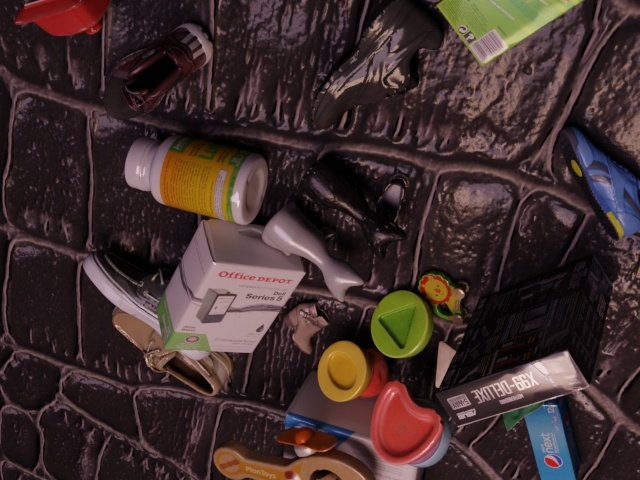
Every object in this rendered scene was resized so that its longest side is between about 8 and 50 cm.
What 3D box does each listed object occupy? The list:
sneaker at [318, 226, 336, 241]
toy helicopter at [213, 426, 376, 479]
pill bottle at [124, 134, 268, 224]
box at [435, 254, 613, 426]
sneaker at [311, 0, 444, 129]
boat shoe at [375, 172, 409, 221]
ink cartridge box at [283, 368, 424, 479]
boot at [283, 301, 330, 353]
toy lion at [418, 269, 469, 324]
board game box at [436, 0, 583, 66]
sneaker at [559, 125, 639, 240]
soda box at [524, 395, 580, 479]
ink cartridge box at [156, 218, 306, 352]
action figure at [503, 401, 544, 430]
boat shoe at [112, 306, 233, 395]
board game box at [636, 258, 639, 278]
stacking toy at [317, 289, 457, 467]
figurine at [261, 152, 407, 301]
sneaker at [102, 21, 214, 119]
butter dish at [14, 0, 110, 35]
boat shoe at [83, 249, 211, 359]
[{"bbox_3d":[0.000,0.000,1.724,0.083,0.031,0.035,-23,128,34],"label":"sneaker"},{"bbox_3d":[-0.057,0.456,1.774,0.355,0.140,0.235,8,120,23],"label":"toy helicopter"},{"bbox_3d":[-0.235,-0.121,1.674,0.246,0.136,0.136,14,126,14],"label":"pill bottle"},{"bbox_3d":[0.350,0.163,1.500,0.242,0.307,0.076,-26,104,33],"label":"box"},{"bbox_3d":[0.088,-0.270,1.462,0.130,0.109,0.286,36,130,-10],"label":"sneaker"},{"bbox_3d":[0.126,-0.064,1.618,0.046,0.038,0.125,29,128,4],"label":"boat shoe"},{"bbox_3d":[0.076,0.508,1.933,0.286,0.166,0.394,14,125,15],"label":"ink cartridge box"},{"bbox_3d":[-0.019,0.179,1.842,0.087,0.042,0.118,-21,118,24],"label":"boot"},{"bbox_3d":[0.232,0.105,1.690,0.096,0.034,0.100,13,126,24],"label":"toy lion"},{"bbox_3d":[0.313,-0.380,1.332,0.259,0.039,0.124,-29,107,38],"label":"board game box"},{"bbox_3d":[0.462,-0.104,1.439,0.082,0.069,0.209,-32,97,2],"label":"sneaker"},{"bbox_3d":[0.455,0.382,1.749,0.071,0.067,0.210,-5,118,27],"label":"soda box"},{"bbox_3d":[-0.181,0.097,1.753,0.198,0.114,0.273,7,135,-30],"label":"ink cartridge box"},{"bbox_3d":[0.414,0.243,1.660,0.232,0.137,0.063,-36,145,28],"label":"action figure"},{"bbox_3d":[-0.342,0.241,1.982,0.302,0.098,0.109,32,128,1],"label":"boat shoe"},{"bbox_3d":[0.609,0.004,1.447,0.141,0.048,0.170,18,127,15],"label":"board game box"},{"bbox_3d":[0.175,0.266,1.724,0.279,0.130,0.309,-53,51,14],"label":"stacking toy"},{"bbox_3d":[0.025,-0.013,1.631,0.209,0.092,0.215,43,124,5],"label":"figurine"},{"bbox_3d":[-0.328,-0.282,1.592,0.281,0.162,0.106,-31,106,35],"label":"sneaker"},{"bbox_3d":[-0.432,-0.417,1.578,0.160,0.160,0.118,-7,141,28],"label":"butter dish"},{"bbox_3d":[-0.346,0.113,1.907,0.335,0.121,0.119,38,105,-10],"label":"boat shoe"}]
